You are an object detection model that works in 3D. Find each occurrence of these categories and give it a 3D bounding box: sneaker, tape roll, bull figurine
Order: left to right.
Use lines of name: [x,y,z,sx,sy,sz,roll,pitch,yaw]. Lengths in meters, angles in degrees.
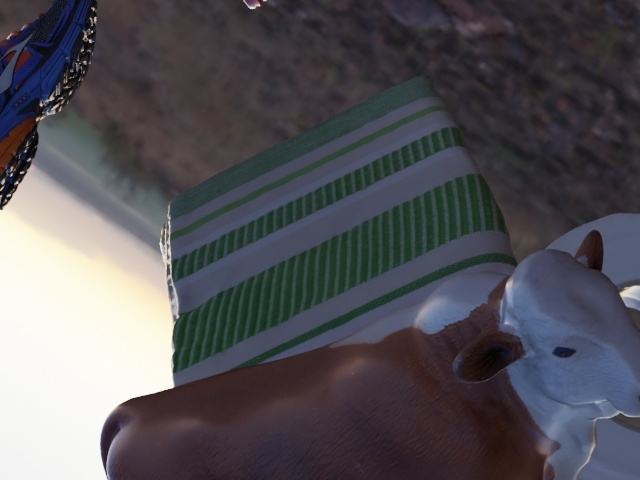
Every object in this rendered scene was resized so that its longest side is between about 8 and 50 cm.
sneaker: [-0.240,-0.128,1.098,0.087,0.221,0.083,27,156,-1]
bull figurine: [0.039,0.109,0.680,0.310,0.101,0.188,-15,111,30]
tape roll: [0.303,0.122,1.364,0.286,0.286,0.100,35,164,3]

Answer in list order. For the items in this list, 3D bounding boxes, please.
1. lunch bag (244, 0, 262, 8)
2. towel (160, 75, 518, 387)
lunch bag: [-0.112,-0.418,1.625,0.293,0.120,0.258,63,-174,29]
towel: [0.000,0.000,1.002,0.038,0.248,0.325,61,-174,-26]
